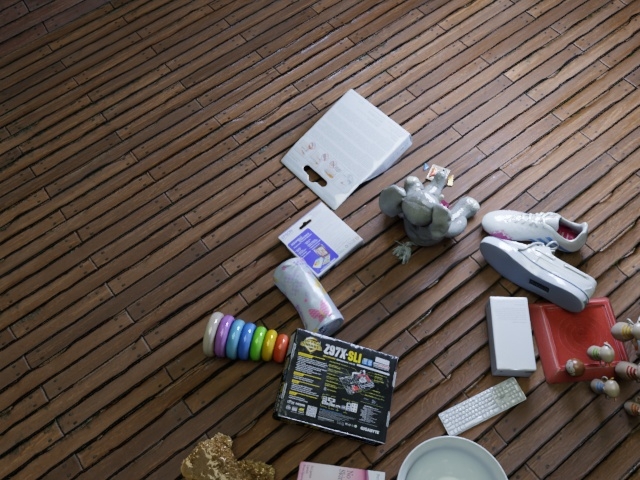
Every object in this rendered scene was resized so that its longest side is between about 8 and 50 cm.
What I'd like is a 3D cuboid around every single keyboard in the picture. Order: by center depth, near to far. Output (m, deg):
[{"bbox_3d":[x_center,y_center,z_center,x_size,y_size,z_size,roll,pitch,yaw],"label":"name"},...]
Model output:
[{"bbox_3d":[0.472,0.484,1.730,0.256,0.014,0.072,-24,63,-9],"label":"keyboard"}]

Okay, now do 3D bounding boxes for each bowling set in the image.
[{"bbox_3d":[0.805,0.370,1.649,0.200,0.154,0.286,-8,81,0],"label":"bowling set"}]

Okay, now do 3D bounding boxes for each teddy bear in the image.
[{"bbox_3d":[-0.230,0.697,1.622,0.338,0.113,0.245,28,74,9],"label":"teddy bear"}]

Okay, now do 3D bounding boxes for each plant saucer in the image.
[{"bbox_3d":[0.787,0.291,1.796,0.259,0.047,0.258,-5,61,2],"label":"plant saucer"}]

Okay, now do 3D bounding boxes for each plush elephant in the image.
[{"bbox_3d":[0.341,-0.107,1.922,0.272,0.255,0.330,30,67,18],"label":"plush elephant"}]

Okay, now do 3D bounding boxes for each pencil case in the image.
[{"bbox_3d":[-0.041,0.184,1.872,0.124,0.113,0.273,-41,64,14],"label":"pencil case"}]

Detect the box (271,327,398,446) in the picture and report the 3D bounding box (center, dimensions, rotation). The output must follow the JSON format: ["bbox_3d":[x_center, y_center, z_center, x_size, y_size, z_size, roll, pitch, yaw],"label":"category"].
[{"bbox_3d":[0.048,0.421,1.703,0.322,0.079,0.257,17,61,-9],"label":"box"}]

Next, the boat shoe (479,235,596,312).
[{"bbox_3d":[0.690,0.066,1.864,0.367,0.135,0.156,32,62,31],"label":"boat shoe"}]

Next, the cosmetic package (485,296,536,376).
[{"bbox_3d":[0.570,0.289,1.792,0.118,0.085,0.231,1,63,5],"label":"cosmetic package"}]

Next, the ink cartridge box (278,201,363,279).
[{"bbox_3d":[0.000,0.000,2.006,0.206,0.045,0.208,-39,67,-16],"label":"ink cartridge box"}]

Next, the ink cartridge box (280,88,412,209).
[{"bbox_3d":[0.093,-0.326,2.178,0.385,0.091,0.308,-46,68,-1],"label":"ink cartridge box"}]

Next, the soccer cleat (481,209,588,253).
[{"bbox_3d":[0.700,-0.053,1.934,0.331,0.143,0.116,13,63,11],"label":"soccer cleat"}]

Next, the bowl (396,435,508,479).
[{"bbox_3d":[0.343,0.680,1.564,0.298,0.134,0.297,-2,61,4],"label":"bowl"}]

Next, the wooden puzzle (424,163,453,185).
[{"bbox_3d":[0.422,-0.238,2.126,0.116,0.014,0.078,17,64,13],"label":"wooden puzzle"}]

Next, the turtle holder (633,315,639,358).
[{"bbox_3d":[1.053,0.291,1.676,0.321,0.227,0.243,-2,60,2],"label":"turtle holder"}]

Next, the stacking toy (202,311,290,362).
[{"bbox_3d":[-0.181,0.315,1.803,0.331,0.141,0.141,11,63,5],"label":"stacking toy"}]

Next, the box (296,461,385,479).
[{"bbox_3d":[0.048,0.688,1.551,0.233,0.126,0.148,4,28,6],"label":"box"}]
